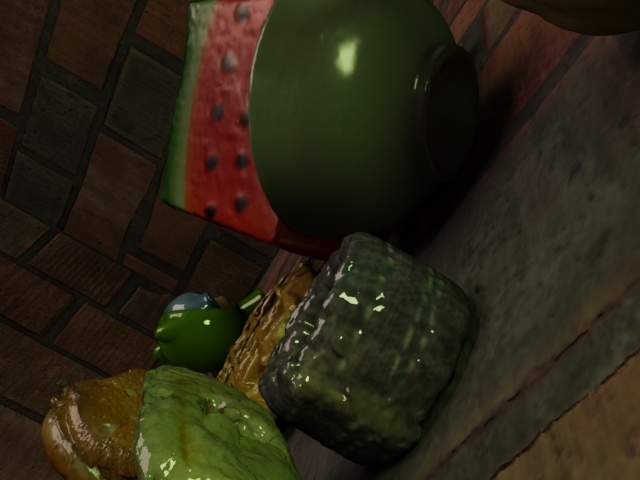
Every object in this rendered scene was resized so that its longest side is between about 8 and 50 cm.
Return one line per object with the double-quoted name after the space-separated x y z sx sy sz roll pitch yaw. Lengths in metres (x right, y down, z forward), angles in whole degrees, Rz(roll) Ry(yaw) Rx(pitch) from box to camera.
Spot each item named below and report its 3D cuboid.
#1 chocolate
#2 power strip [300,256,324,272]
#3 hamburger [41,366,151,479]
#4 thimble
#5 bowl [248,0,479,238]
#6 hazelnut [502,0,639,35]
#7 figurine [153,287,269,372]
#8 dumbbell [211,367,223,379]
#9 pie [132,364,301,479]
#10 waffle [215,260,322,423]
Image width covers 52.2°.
-0.066 -0.171 0.912 0.341 0.161 0.360 19 102 47 "chocolate"
0.000 0.000 1.406 0.092 0.034 0.268 -58 6 28 "power strip"
-0.339 0.354 1.174 0.290 0.314 0.170 12 -71 -60 "hamburger"
0.028 0.074 0.458 0.150 0.098 0.150 -59 5 8 "thimble"
0.071 -0.131 0.663 0.289 0.146 0.289 -24 -60 -53 "bowl"
0.168 -0.235 0.312 0.261 0.241 0.261 13 -90 -72 "hazelnut"
-0.173 0.153 1.188 0.143 0.263 0.162 68 155 21 "figurine"
-0.168 0.267 1.232 0.110 0.110 0.254 -59 12 13 "dumbbell"
-0.052 0.172 0.417 0.090 0.201 0.248 -23 6 -12 "pie"
-0.097 0.213 0.935 0.379 0.095 0.382 -54 10 38 "waffle"
